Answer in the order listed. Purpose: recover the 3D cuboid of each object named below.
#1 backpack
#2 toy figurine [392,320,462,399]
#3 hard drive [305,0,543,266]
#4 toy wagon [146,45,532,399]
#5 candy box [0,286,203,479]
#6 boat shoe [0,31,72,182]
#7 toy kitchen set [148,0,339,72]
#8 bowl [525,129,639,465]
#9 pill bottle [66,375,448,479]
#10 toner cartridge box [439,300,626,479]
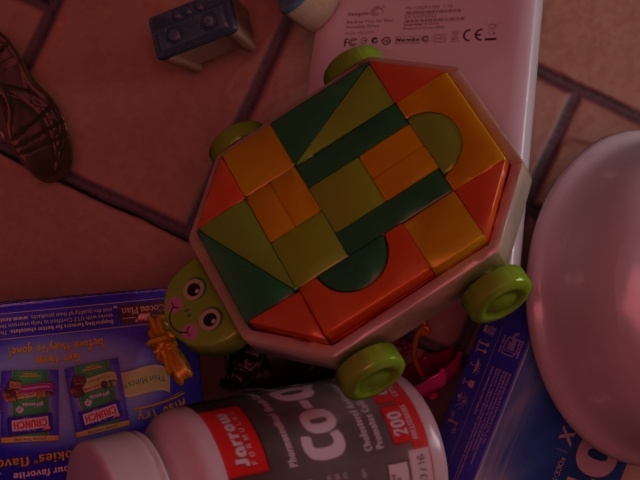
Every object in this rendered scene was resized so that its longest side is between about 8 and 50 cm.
[{"bbox_3d":[-0.036,0.076,1.455,0.105,0.084,0.114,3,94,-3],"label":"backpack"},{"bbox_3d":[0.072,0.066,1.453,0.173,0.130,0.159,12,99,6],"label":"toy figurine"},{"bbox_3d":[0.085,-0.115,1.404,0.203,0.040,0.307,0,68,19],"label":"hard drive"},{"bbox_3d":[0.000,0.000,1.320,0.344,0.068,0.267,-32,61,3],"label":"toy wagon"},{"bbox_3d":[-0.238,0.208,1.385,0.268,0.122,0.317,-4,88,-28],"label":"candy box"},{"bbox_3d":[-0.277,-0.122,1.474,0.056,0.048,0.153,-34,97,-14],"label":"boat shoe"},{"bbox_3d":[-0.092,-0.281,1.435,0.166,0.122,0.207,-18,73,19],"label":"toy kitchen set"},{"bbox_3d":[0.326,0.047,1.375,0.298,0.134,0.297,3,85,-35],"label":"bowl"},{"bbox_3d":[-0.053,0.205,1.323,0.283,0.161,0.161,-8,90,-27],"label":"pill bottle"},{"bbox_3d":[0.175,0.224,1.431,0.165,0.075,0.347,22,89,-32],"label":"toner cartridge box"}]
